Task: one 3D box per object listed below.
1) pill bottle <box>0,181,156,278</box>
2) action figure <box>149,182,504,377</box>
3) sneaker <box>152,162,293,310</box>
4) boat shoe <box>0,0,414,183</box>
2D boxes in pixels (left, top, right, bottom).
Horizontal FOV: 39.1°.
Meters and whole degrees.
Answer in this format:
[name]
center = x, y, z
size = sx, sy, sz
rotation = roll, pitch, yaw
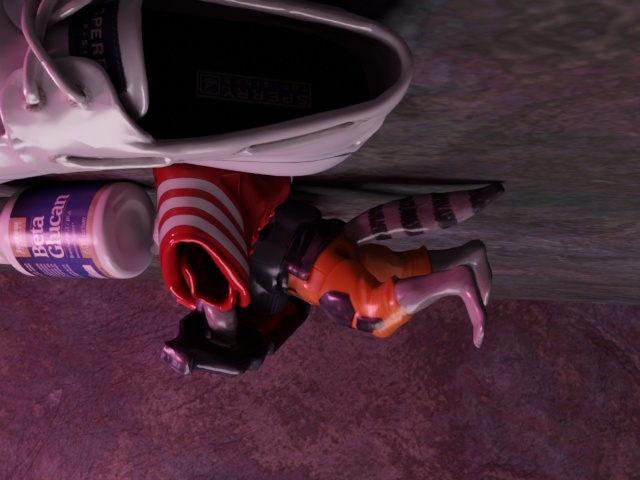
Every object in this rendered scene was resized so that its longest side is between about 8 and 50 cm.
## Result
[pill bottle]
center = -0.256, -0.010, 0.897
size = 0.169, 0.094, 0.094
rotation = 0, 173, 24
[action figure]
center = 0.000, 0.000, 0.861
size = 0.330, 0.178, 0.341
rotation = 8, -158, 11
[sneaker]
center = -0.072, -0.014, 0.629
size = 0.087, 0.128, 0.221
rotation = 1, 173, 14
[boat shoe]
center = -0.088, -0.073, 0.360
size = 0.258, 0.095, 0.084
rotation = -6, 173, -20
